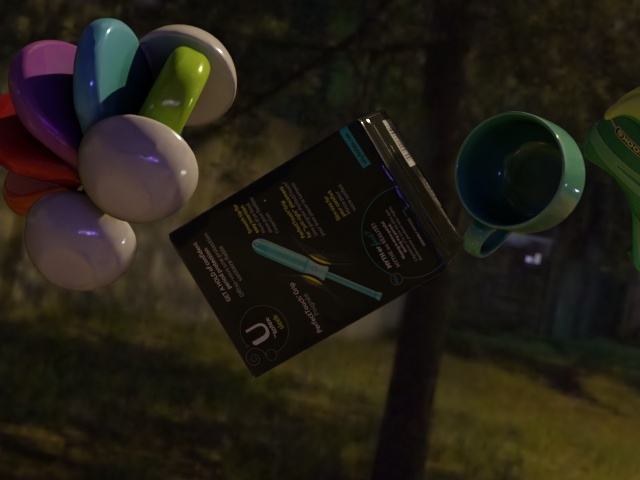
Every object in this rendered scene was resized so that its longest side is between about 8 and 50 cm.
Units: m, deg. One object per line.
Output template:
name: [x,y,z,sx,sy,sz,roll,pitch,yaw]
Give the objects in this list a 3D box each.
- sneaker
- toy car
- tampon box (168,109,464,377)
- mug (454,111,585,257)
sneaker: [0.314,-0.005,1.093,0.123,0.109,0.295,-20,-65,43]
toy car: [-0.148,-0.072,0.905,0.136,0.159,0.182,34,-49,-14]
tampon box: [0.000,0.000,0.981,0.161,0.120,0.101,-30,1,16]
mug: [0.217,-0.067,1.544,0.158,0.129,0.097,-29,-18,26]
